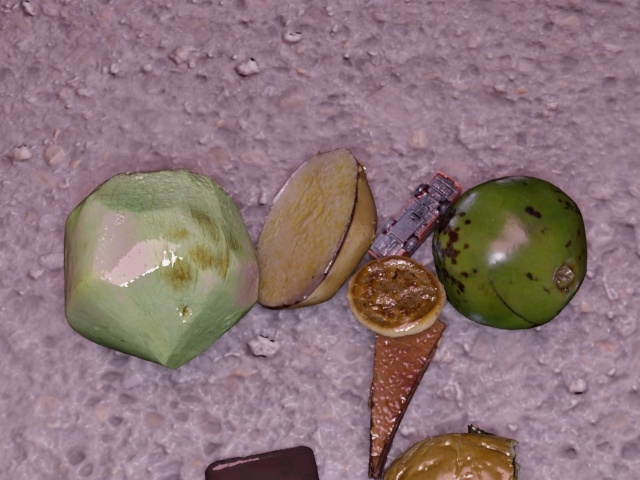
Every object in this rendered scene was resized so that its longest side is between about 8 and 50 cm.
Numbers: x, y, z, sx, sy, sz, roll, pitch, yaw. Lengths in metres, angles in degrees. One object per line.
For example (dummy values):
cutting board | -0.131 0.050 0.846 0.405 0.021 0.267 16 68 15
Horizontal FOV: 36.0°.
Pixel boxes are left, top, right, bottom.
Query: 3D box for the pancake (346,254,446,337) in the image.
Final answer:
pancake | 0.117 0.084 1.538 0.158 0.028 0.158 -3 51 4

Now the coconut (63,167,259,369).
coconut | -0.254 0.053 1.555 0.328 0.281 0.328 21 50 -27

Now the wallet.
wallet | -0.076 0.432 1.487 0.182 0.049 0.229 -12 63 -2

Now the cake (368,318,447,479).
cake | 0.122 0.228 1.529 0.113 0.116 0.295 10 63 10

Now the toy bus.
toy bus | 0.160 -0.028 1.673 0.065 0.077 0.192 38 74 17

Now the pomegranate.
pomegranate | 0.289 0.013 1.563 0.254 0.254 0.270 -44 50 -16

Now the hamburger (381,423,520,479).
hamburger | 0.183 0.412 1.423 0.211 0.132 0.309 3 70 12

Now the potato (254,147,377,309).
potato | 0.000 0.000 1.631 0.239 0.116 0.299 -12 51 41
